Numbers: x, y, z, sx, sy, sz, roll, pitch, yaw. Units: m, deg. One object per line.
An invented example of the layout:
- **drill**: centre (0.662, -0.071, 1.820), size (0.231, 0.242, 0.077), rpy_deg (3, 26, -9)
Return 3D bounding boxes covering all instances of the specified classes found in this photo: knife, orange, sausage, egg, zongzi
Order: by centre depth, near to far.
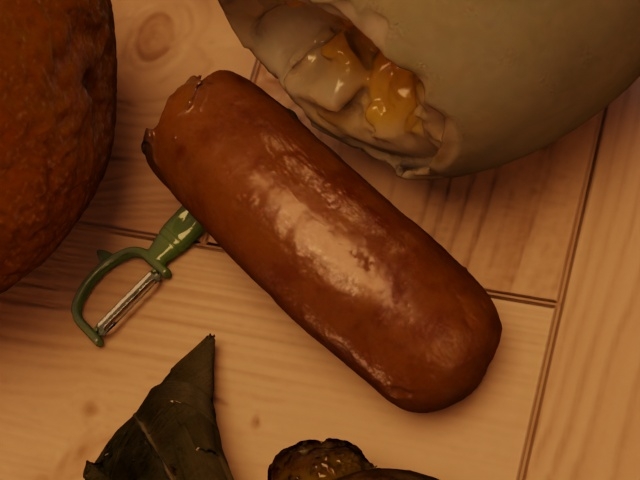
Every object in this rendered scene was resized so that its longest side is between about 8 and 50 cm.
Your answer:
- **egg**: centre (0.108, -0.211, 0.953), size (0.278, 0.278, 0.336), rpy_deg (36, 79, 25)
- **zongzi**: centre (-0.061, 0.132, 0.959), size (0.154, 0.062, 0.130), rpy_deg (22, 67, 43)
- **sausage**: centre (0.001, -0.001, 0.984), size (0.109, 0.109, 0.270), rpy_deg (-45, 72, -6)
- **orange**: centre (-0.310, -0.105, 1.004), size (0.357, 0.322, 0.322), rpy_deg (2, 68, 23)
- **knife**: centre (-0.096, -0.018, 1.072), size (0.212, 0.015, 0.054), rpy_deg (-46, 63, -6)

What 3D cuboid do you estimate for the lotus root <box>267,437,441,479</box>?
- **lotus root**: centre (0.073, 0.226, 0.849), size (0.309, 0.173, 0.173), rpy_deg (36, 80, 29)
